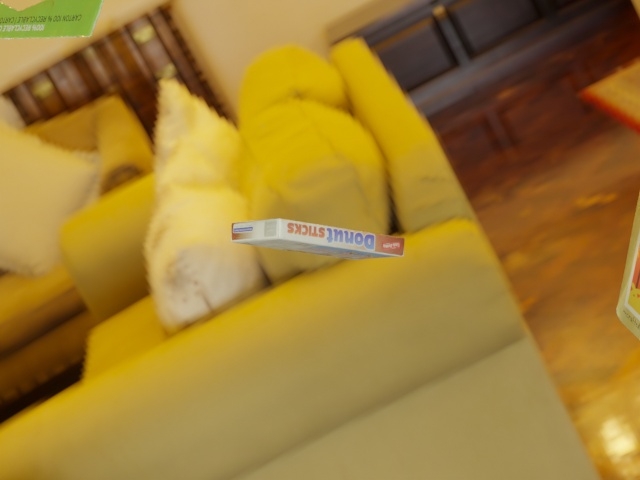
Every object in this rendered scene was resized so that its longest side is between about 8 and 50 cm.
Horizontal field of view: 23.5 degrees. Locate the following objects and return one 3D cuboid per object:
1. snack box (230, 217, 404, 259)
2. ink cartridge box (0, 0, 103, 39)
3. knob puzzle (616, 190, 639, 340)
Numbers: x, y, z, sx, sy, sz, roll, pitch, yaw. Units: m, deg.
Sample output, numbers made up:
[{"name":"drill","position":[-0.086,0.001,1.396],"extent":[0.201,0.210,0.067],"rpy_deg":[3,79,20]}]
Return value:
[{"name":"snack box","position":[0.000,0.000,1.470],"extent":[0.064,0.022,0.178],"rpy_deg":[-6,-10,42]},{"name":"ink cartridge box","position":[-0.180,-0.255,0.915],"extent":[0.188,0.097,0.255],"rpy_deg":[8,79,48]},{"name":"knob puzzle","position":[0.177,-0.015,0.645],"extent":[0.030,0.213,0.213],"rpy_deg":[-1,6,-18]}]
